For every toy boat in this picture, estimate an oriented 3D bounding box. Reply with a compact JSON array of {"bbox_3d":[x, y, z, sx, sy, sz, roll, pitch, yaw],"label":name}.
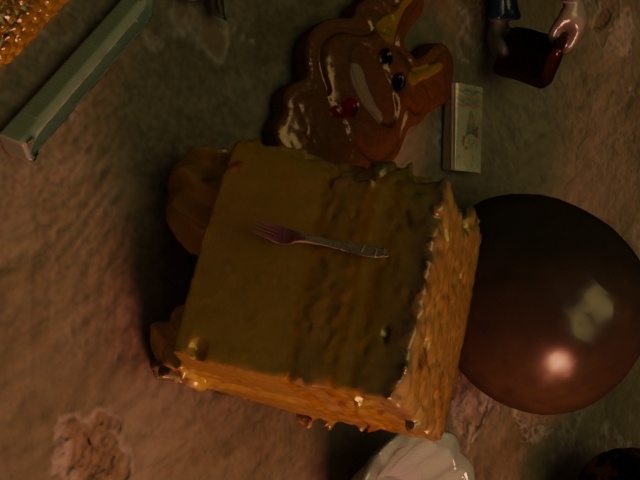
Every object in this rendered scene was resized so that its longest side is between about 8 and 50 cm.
[{"bbox_3d":[0.096,0.334,1.193,0.199,0.100,0.290,-32,110,-38],"label":"toy boat"}]

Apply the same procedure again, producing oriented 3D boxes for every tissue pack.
[{"bbox_3d":[0.174,-0.137,1.320,0.056,0.023,0.108,1,90,-43],"label":"tissue pack"}]

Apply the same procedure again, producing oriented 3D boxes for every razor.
[{"bbox_3d":[-0.185,-0.177,0.967,0.278,0.056,0.111,-49,157,-25],"label":"razor"}]

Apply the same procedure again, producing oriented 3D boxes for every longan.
[{"bbox_3d":[0.253,0.072,1.256,0.258,0.258,0.258,0,90,-43],"label":"longan"}]

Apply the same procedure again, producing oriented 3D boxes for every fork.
[{"bbox_3d":[0.000,0.001,0.876,0.012,0.115,0.016,60,42,-72],"label":"fork"}]

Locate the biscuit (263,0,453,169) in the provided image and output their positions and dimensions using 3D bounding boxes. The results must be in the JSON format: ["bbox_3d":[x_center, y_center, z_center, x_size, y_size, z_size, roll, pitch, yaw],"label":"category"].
[{"bbox_3d":[0.048,-0.168,1.190,0.295,0.044,0.186,-50,120,-32],"label":"biscuit"}]

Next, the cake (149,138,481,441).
[{"bbox_3d":[-0.017,0.043,0.993,0.222,0.286,0.228,53,48,-66],"label":"cake"}]

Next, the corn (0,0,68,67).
[{"bbox_3d":[-0.224,-0.252,0.899,0.260,0.091,0.091,-62,149,-20],"label":"corn"}]

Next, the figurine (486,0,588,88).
[{"bbox_3d":[0.235,-0.334,1.320,0.338,0.204,0.284,7,92,-31],"label":"figurine"}]

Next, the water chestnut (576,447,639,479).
[{"bbox_3d":[0.419,0.409,1.391,0.244,0.289,0.289,34,66,-59],"label":"water chestnut"}]
